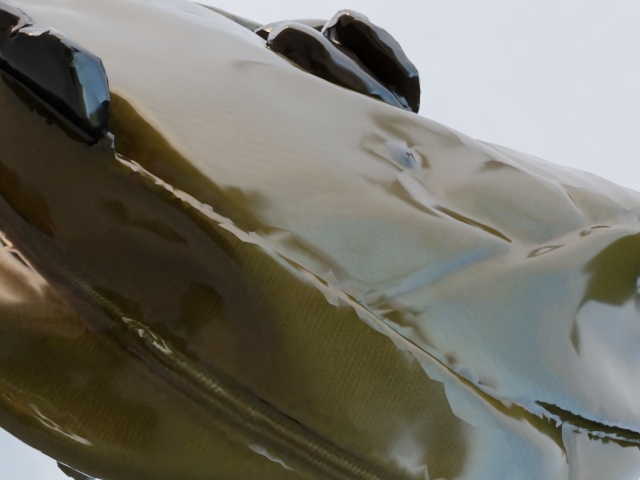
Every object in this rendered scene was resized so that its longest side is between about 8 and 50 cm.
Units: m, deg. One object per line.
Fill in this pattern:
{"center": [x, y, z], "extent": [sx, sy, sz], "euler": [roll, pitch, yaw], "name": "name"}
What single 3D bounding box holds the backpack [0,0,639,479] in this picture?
{"center": [-0.001, 0.006, 0.474], "extent": [0.353, 0.378, 0.201], "euler": [32, -78, 32], "name": "backpack"}
